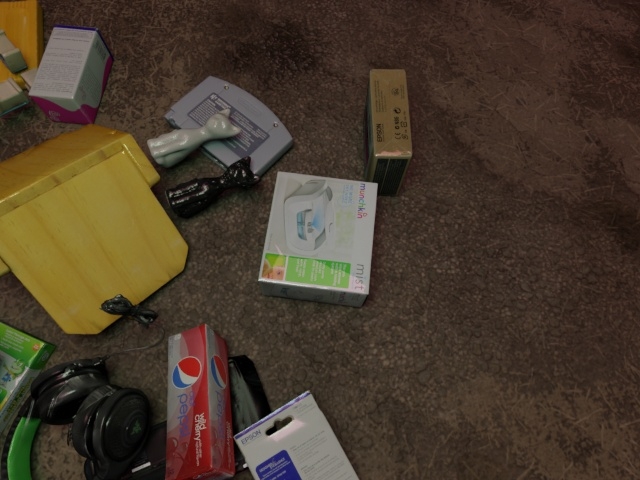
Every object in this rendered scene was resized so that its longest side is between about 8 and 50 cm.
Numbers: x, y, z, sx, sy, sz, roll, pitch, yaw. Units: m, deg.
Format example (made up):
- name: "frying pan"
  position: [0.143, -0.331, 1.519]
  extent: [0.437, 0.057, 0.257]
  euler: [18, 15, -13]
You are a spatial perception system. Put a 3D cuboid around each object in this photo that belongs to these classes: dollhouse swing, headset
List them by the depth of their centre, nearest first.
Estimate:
- name: "headset"
  position: [-0.427, 0.292, 0.786]
  extent: [0.243, 0.185, 0.394]
  euler: [23, 73, 25]
- name: "dollhouse swing"
  position: [-0.522, -0.028, 0.944]
  extent: [0.315, 0.305, 0.347]
  euler: [21, 51, 40]

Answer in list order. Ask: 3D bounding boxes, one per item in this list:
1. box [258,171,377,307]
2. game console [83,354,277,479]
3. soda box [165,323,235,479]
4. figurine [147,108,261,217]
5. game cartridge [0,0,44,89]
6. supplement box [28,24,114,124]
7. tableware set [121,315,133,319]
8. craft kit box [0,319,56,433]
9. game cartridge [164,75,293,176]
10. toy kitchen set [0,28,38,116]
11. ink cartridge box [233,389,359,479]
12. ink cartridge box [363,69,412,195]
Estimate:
- name: "box"
  position: [0.000, 0.000, 0.980]
  extent: [0.231, 0.126, 0.261]
  euler: [8, 68, 2]
- name: "game console"
  position: [-0.276, 0.384, 0.860]
  extent: [0.361, 0.044, 0.213]
  euler: [-20, 71, -12]
- name: "soda box"
  position: [-0.218, 0.292, 0.793]
  extent: [0.084, 0.092, 0.263]
  euler: [-20, 51, 6]
- name: "figurine"
  position: [-0.267, -0.188, 1.021]
  extent: [0.210, 0.092, 0.214]
  euler: [-23, 81, 0]
- name: "game cartridge"
  position: [-0.914, -0.509, 1.162]
  extent: [0.324, 0.052, 0.285]
  euler: [-12, 70, -6]
- name: "supplement box"
  position: [-0.624, -0.418, 1.110]
  extent: [0.114, 0.111, 0.220]
  euler: [4, 69, -1]
- name: "tableware set"
  position: [-0.432, 0.102, 0.972]
  extent: [0.104, 0.024, 0.154]
  euler: [-10, 69, -10]
- name: "craft kit box"
  position: [-0.717, 0.272, 0.874]
  extent: [0.250, 0.061, 0.246]
  euler: [23, 72, 5]
- name: "game cartridge"
  position: [-0.223, -0.287, 1.114]
  extent: [0.294, 0.060, 0.196]
  euler: [39, 76, 11]
- name: "toy kitchen set"
  position: [-0.812, -0.381, 1.068]
  extent: [0.207, 0.122, 0.166]
  euler: [-41, 95, -27]
- name: "ink cartridge box"
  position: [-0.012, 0.461, 0.808]
  extent: [0.165, 0.065, 0.332]
  euler: [-27, 84, -12]
- name: "ink cartridge box"
  position: [0.153, -0.251, 1.044]
  extent: [0.088, 0.193, 0.234]
  euler: [0, 69, -1]
